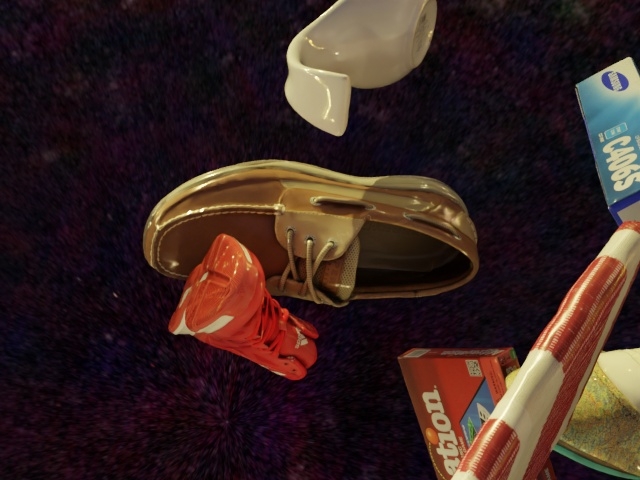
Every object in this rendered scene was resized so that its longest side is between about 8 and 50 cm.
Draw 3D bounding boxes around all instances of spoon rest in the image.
[{"bbox_3d":[0.039,-0.185,0.982,0.084,0.137,0.276,17,34,16],"label":"spoon rest"}]

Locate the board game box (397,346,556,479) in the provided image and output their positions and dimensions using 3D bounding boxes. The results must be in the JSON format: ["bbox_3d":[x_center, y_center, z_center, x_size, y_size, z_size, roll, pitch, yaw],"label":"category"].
[{"bbox_3d":[0.168,0.237,1.005,0.027,0.145,0.281,-23,97,-33],"label":"board game box"}]

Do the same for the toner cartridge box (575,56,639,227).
[{"bbox_3d":[0.351,-0.060,1.105,0.075,0.348,0.165,-27,110,20],"label":"toner cartridge box"}]

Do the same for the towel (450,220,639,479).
[{"bbox_3d":[0.083,0.159,0.608,0.037,0.237,0.329,30,56,19],"label":"towel"}]

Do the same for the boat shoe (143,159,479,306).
[{"bbox_3d":[0.000,0.000,0.982,0.325,0.116,0.123,-4,122,-14],"label":"boat shoe"}]

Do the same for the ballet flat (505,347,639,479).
[{"bbox_3d":[0.305,0.153,0.902,0.349,0.123,0.123,26,77,-30],"label":"ballet flat"}]

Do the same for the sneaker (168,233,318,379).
[{"bbox_3d":[-0.046,0.060,0.883,0.128,0.221,0.087,22,80,-12],"label":"sneaker"}]
